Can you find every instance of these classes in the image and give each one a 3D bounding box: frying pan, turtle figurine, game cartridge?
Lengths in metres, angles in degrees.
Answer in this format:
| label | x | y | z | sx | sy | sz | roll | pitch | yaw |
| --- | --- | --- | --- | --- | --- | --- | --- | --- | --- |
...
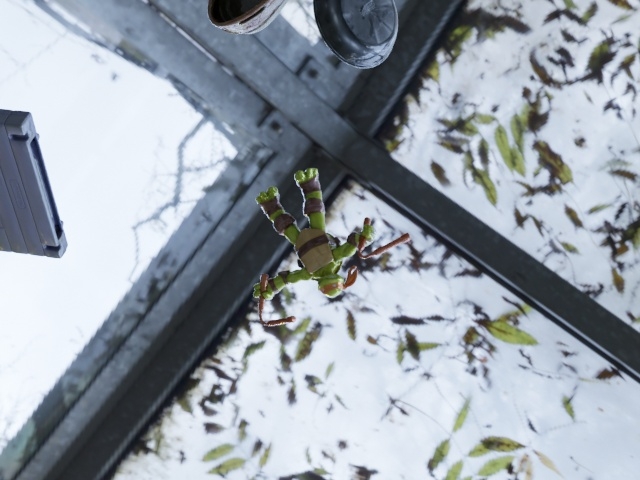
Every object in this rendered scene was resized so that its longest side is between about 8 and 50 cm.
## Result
| label | x | y | z | sx | sy | sz | roll | pitch | yaw |
| --- | --- | --- | --- | --- | --- | --- | --- | --- | --- |
| frying pan | 0.057 | -0.479 | 1.688 | 0.053 | 0.197 | 0.326 | -10 | -86 | 52 |
| turtle figurine | 0.000 | 0.000 | 1.413 | 0.269 | 0.087 | 0.217 | -32 | -116 | 19 |
| game cartridge | -0.645 | -0.115 | 1.821 | 0.230 | 0.355 | 0.068 | 10 | -134 | 10 |

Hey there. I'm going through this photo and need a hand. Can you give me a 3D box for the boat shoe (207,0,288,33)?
| label | x | y | z | sx | sy | sz | roll | pitch | yaw |
| --- | --- | --- | --- | --- | --- | --- | --- | --- | --- |
| boat shoe | -0.056 | -0.429 | 1.353 | 0.123 | 0.116 | 0.324 | 41 | -62 | 4 |
